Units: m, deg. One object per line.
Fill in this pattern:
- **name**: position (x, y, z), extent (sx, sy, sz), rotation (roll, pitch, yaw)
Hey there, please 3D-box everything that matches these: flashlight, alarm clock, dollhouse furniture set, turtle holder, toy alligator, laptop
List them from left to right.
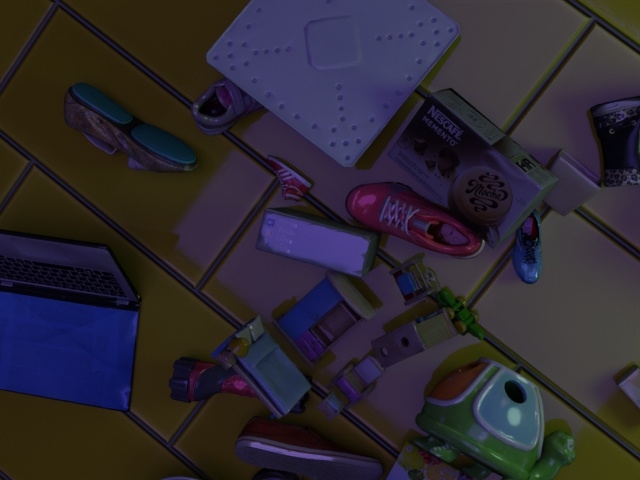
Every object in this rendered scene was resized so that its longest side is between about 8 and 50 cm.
- **laptop**: position (-0.627, 0.179, 1.993), extent (0.382, 0.408, 0.236), rotation (7, 61, 10)
- **flashlight**: position (-0.181, 0.330, 1.977), extent (0.304, 0.103, 0.103), rotation (9, 94, 11)
- **alarm clock**: position (-0.088, 0.570, 1.997), extent (0.192, 0.064, 0.129), rotation (-29, 88, 8)
- **dollhouse furniture set**: position (-0.017, 0.240, 1.815), extent (0.286, 0.303, 0.198), rotation (49, 120, 5)
- **dollhouse furniture set**: position (0.171, 0.151, 1.870), extent (0.129, 0.129, 0.183), rotation (-32, 79, 40)
- **toy alligator**: position (0.279, 0.146, 1.910), extent (0.189, 0.056, 0.051), rotation (49, 144, 11)
- **turtle holder**: position (0.366, 0.385, 1.811), extent (0.320, 0.243, 0.227), rotation (27, 81, 17)

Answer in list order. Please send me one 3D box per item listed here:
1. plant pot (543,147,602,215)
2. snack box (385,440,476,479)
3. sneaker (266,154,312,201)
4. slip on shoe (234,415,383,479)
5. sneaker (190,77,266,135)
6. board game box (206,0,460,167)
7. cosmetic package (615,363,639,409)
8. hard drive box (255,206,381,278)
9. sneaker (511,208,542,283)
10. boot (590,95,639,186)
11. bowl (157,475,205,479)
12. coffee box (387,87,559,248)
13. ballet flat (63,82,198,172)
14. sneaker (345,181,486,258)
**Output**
- **plant pot**: position (0.505, -0.114, 1.825), extent (0.109, 0.109, 0.096), rotation (40, 113, 6)
- **snack box**: position (0.208, 0.563, 1.882), extent (0.174, 0.070, 0.207), rotation (27, 67, 12)
- **sneaker**: position (-0.083, -0.134, 1.961), extent (0.118, 0.042, 0.067), rotation (36, 96, 5)
- **slip on shoe**: position (-0.020, 0.461, 1.954), extent (0.331, 0.101, 0.123), rotation (13, 137, 1)
- **sneaker**: position (-0.176, -0.314, 1.932), extent (0.252, 0.111, 0.103), rotation (-33, 87, 11)
- **board game box**: position (0.026, -0.408, 1.871), extent (0.390, 0.050, 0.390), rotation (38, 83, 6)
- **cosmetic package**: position (0.677, 0.322, 1.845), extent (0.060, 0.041, 0.115), rotation (-45, 85, 10)
- **hard drive box**: position (0.000, 0.000, 1.884), extent (0.232, 0.181, 0.089), rotation (15, 96, 10)
- **sneaker**: position (0.433, 0.012, 1.856), extent (0.063, 0.073, 0.162), rotation (-3, 93, 11)
- **boot**: position (0.677, -0.207, 1.793), extent (0.236, 0.085, 0.178), rotation (-6, 94, 17)
- **bowl**: position (-0.289, 0.661, 2.001), extent (0.298, 0.134, 0.297), rotation (1, 93, 11)
- **coffee box**: position (0.308, -0.152, 1.803), extent (0.297, 0.119, 0.168), rotation (44, 122, 14)
- **ballet flat**: position (-0.433, -0.226, 1.996), extent (0.348, 0.123, 0.123), rotation (32, 99, 7)
- **sneaker**: position (0.200, -0.049, 1.865), extent (0.314, 0.136, 0.116), rotation (19, 96, 9)
